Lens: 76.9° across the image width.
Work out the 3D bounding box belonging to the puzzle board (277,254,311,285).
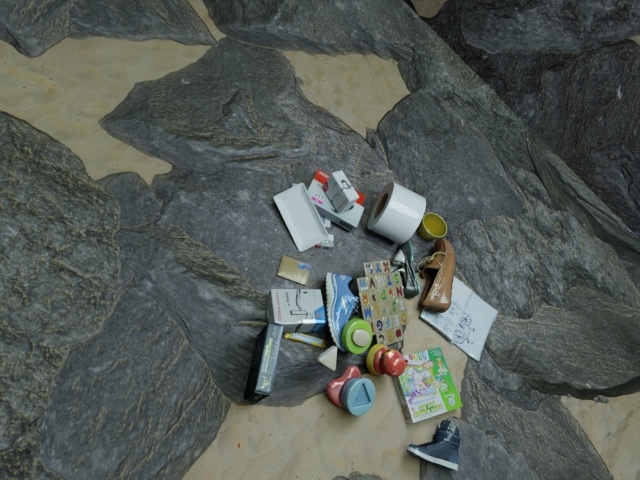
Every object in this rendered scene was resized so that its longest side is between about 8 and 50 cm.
[{"bbox_3d":[-0.108,0.124,1.662,0.128,0.011,0.096,22,55,-12],"label":"puzzle board"}]

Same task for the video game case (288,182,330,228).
[{"bbox_3d":[-0.045,-0.158,1.836,0.202,0.023,0.183,14,58,-15],"label":"video game case"}]

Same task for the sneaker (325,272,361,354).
[{"bbox_3d":[0.094,0.275,1.574,0.147,0.129,0.329,-2,62,0],"label":"sneaker"}]

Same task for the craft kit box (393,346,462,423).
[{"bbox_3d":[0.416,0.572,1.616,0.250,0.061,0.246,-6,68,-25],"label":"craft kit box"}]

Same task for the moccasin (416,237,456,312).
[{"bbox_3d":[0.523,0.143,1.836,0.147,0.139,0.379,20,62,-2],"label":"moccasin"}]

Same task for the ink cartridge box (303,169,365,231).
[{"bbox_3d":[0.075,-0.200,1.864,0.275,0.060,0.238,29,57,-7],"label":"ink cartridge box"}]

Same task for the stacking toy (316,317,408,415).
[{"bbox_3d":[0.159,0.451,1.450,0.309,0.130,0.279,-40,112,-28],"label":"stacking toy"}]

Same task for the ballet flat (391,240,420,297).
[{"bbox_3d":[0.380,0.121,1.827,0.096,0.095,0.280,-1,63,-10],"label":"ballet flat"}]

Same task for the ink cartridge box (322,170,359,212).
[{"bbox_3d":[0.087,-0.212,1.773,0.063,0.109,0.150,-22,75,-35],"label":"ink cartridge box"}]

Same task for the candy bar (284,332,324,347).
[{"bbox_3d":[-0.058,0.374,1.542,0.162,0.018,0.040,19,57,-12],"label":"candy bar"}]

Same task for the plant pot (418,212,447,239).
[{"bbox_3d":[0.537,-0.055,1.985,0.134,0.095,0.134,10,60,-18],"label":"plant pot"}]

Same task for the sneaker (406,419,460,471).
[{"bbox_3d":[0.424,0.740,1.497,0.226,0.086,0.163,26,66,-20],"label":"sneaker"}]

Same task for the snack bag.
[{"bbox_3d":[0.646,0.339,1.852,0.343,0.037,0.323,40,55,1],"label":"snack bag"}]

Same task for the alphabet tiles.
[{"bbox_3d":[0.261,0.254,1.659,0.285,0.011,0.342,-2,81,-44],"label":"alphabet tiles"}]

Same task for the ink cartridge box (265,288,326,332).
[{"bbox_3d":[-0.095,0.267,1.534,0.203,0.086,0.148,3,54,-22],"label":"ink cartridge box"}]

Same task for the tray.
[{"bbox_3d":[-0.082,-0.099,1.737,0.145,0.030,0.270,-26,84,0],"label":"tray"}]

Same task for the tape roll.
[{"bbox_3d":[0.346,-0.126,1.853,0.169,0.246,0.246,25,56,-8],"label":"tape roll"}]

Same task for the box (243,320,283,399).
[{"bbox_3d":[-0.192,0.411,1.363,0.059,0.183,0.232,17,59,-15],"label":"box"}]

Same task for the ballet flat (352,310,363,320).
[{"bbox_3d":[0.178,0.311,1.656,0.168,0.052,0.057,8,60,-19],"label":"ballet flat"}]

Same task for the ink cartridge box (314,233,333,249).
[{"bbox_3d":[0.000,0.000,1.764,0.115,0.029,0.062,10,60,-19],"label":"ink cartridge box"}]
